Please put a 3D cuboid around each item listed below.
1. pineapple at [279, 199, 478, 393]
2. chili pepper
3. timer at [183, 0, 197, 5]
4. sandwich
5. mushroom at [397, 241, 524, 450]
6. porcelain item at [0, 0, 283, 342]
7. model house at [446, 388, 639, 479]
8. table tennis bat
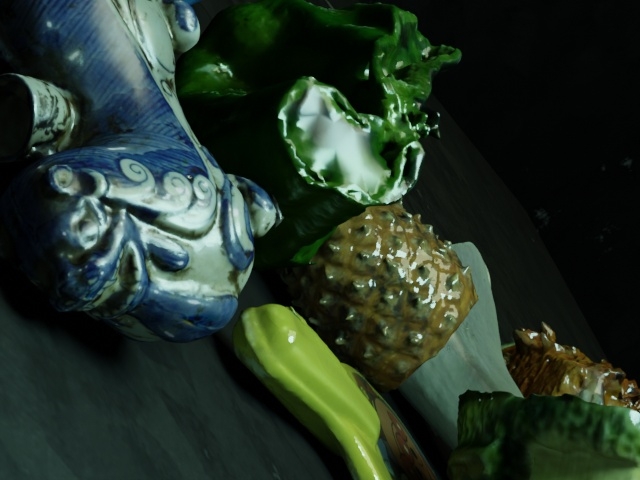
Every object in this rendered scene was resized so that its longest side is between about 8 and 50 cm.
[{"bbox_3d":[0.000,0.000,1.599,0.279,0.158,0.158,42,12,-7],"label":"pineapple"},{"bbox_3d":[-0.031,-0.088,1.343,0.167,0.213,0.385,27,-9,-16],"label":"chili pepper"},{"bbox_3d":[-0.203,-0.408,1.947,0.340,0.115,0.309,53,14,-5],"label":"timer"},{"bbox_3d":[0.230,0.201,1.892,0.301,0.162,0.250,122,-49,-69],"label":"sandwich"},{"bbox_3d":[0.151,0.142,1.767,0.122,0.159,0.328,108,-36,-53],"label":"mushroom"},{"bbox_3d":[-0.151,-0.062,1.146,0.186,0.138,0.288,7,51,-53],"label":"porcelain item"},{"bbox_3d":[0.213,0.287,1.434,0.321,0.261,0.266,33,66,-46],"label":"model house"},{"bbox_3d":[0.038,0.163,1.455,0.368,0.054,0.224,51,13,-42],"label":"table tennis bat"}]
